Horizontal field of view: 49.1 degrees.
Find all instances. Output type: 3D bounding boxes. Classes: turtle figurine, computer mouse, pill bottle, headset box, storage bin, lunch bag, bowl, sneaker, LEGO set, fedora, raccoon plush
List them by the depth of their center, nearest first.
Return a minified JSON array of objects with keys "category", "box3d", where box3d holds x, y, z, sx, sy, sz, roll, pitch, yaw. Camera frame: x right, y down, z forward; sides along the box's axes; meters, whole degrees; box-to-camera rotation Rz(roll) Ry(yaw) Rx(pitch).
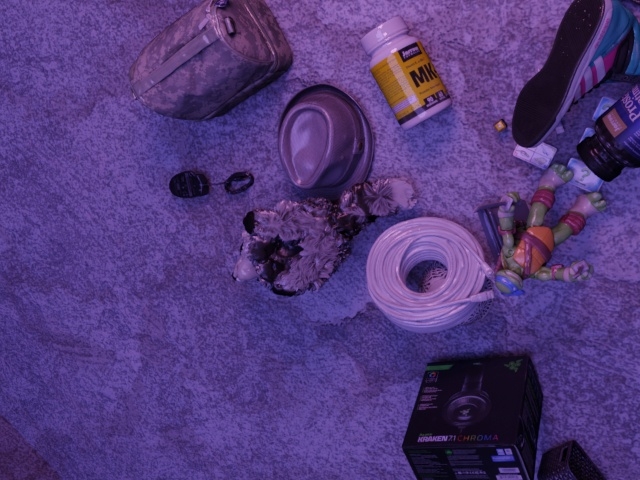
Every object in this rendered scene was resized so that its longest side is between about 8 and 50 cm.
[{"category":"pill bottle","box3d":[0.579,-0.209,1.264,0.123,0.123,0.219,47,125,4]},{"category":"sneaker","box3d":[0.483,-0.295,1.279,0.124,0.178,0.296,62,140,43]},{"category":"turtle figurine","box3d":[0.436,-0.024,1.315,0.197,0.266,0.275,25,154,31]},{"category":"LEGO set","box3d":[0.469,-0.219,1.378,0.244,0.060,0.182,28,114,16]},{"category":"pill bottle","box3d":[0.173,-0.342,1.442,0.119,0.119,0.208,-27,95,31]},{"category":"storage bin","box3d":[0.395,-0.023,1.469,0.091,0.098,0.135,-20,98,2]},{"category":"headset box","box3d":[0.340,0.385,1.528,0.246,0.283,0.131,-10,118,29]},{"category":"lunch bag","box3d":[-0.248,-0.403,1.547,0.305,0.256,0.213,-26,95,30]},{"category":"storage bin","box3d":[0.574,0.553,1.554,0.084,0.122,0.180,-40,88,31]},{"category":"bowl","box3d":[0.295,0.128,1.569,0.170,0.080,0.170,9,112,23]},{"category":"fedora","box3d":[-0.011,-0.209,1.575,0.243,0.124,0.275,23,116,18]},{"category":"raccoon plush","box3d":[0.000,0.000,1.647,0.446,0.299,0.216,-13,92,-3]},{"category":"computer mouse","box3d":[-0.277,-0.147,1.782,0.242,0.041,0.071,-1,105,20]}]

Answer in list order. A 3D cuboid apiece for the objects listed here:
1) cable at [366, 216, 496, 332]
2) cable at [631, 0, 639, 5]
[{"category":"cable","box3d":[0.228,0.071,1.507,0.257,0.089,0.257,-23,57,7]},{"category":"cable","box3d":[0.605,-0.483,1.232,0.184,0.047,0.151,24,124,20]}]
